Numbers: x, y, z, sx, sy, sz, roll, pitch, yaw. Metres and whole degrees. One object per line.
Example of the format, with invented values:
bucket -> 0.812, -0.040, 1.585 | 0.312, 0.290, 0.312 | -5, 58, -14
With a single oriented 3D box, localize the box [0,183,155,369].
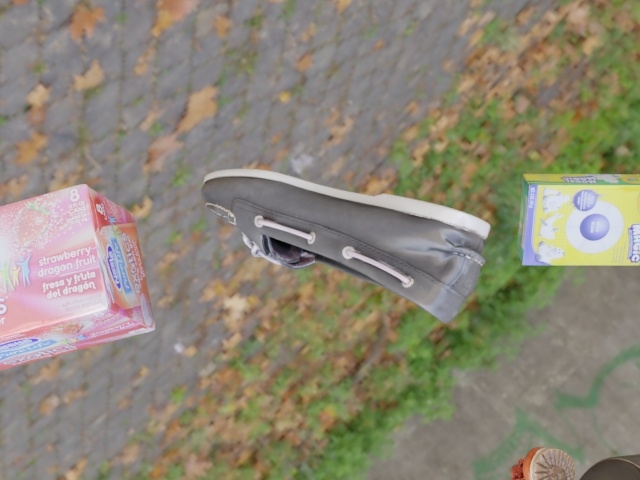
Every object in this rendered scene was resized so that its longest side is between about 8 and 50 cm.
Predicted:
box -> -0.352, 0.057, 1.266 | 0.300, 0.142, 0.154 | -15, 165, 9

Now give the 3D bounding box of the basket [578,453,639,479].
basket -> 0.281, 0.206, 0.737 | 0.227, 0.154, 0.204 | 6, 113, -20

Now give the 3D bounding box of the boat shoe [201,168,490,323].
boat shoe -> 0.000, 0.000, 1.080 | 0.112, 0.335, 0.095 | 25, 79, -48

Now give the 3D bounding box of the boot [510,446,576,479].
boot -> 0.238, 0.263, 1.284 | 0.059, 0.085, 0.158 | -57, 142, -17

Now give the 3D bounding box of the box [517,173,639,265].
box -> 0.323, -0.023, 1.355 | 0.043, 0.179, 0.105 | -97, -174, -67
